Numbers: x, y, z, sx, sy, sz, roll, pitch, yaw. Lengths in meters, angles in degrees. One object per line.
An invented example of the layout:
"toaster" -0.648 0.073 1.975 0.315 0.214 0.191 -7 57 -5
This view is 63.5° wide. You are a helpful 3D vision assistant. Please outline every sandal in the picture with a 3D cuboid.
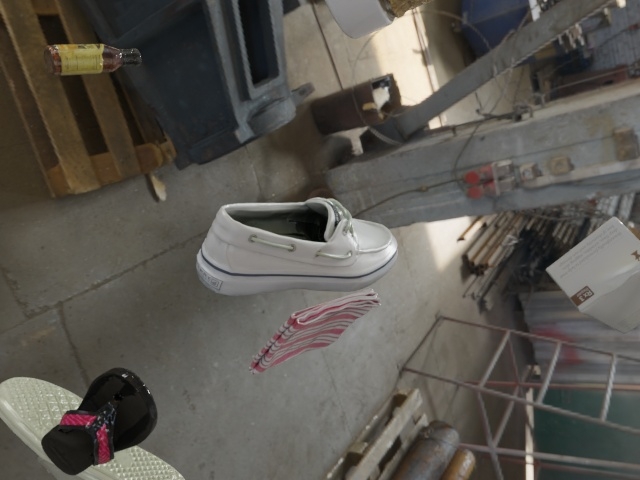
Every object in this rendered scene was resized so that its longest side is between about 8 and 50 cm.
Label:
"sandal" -0.203 0.172 0.455 0.067 0.179 0.040 49 29 0

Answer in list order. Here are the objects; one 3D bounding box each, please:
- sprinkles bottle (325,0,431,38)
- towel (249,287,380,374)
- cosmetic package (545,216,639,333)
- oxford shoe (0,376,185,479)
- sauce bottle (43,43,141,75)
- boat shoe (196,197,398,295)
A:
"sprinkles bottle" 0.167 -0.311 0.472 0.121 0.355 0.121 46 36 -48
"towel" -0.013 0.138 0.750 0.144 0.197 0.029 -12 64 -34
"cosmetic package" 0.435 0.059 0.751 0.231 0.117 0.085 23 31 -44
"oxford shoe" -0.473 0.441 1.035 0.449 0.130 0.169 37 13 -2
"sauce bottle" -0.324 -0.260 0.742 0.128 0.042 0.042 -21 100 -41
"boat shoe" 0.000 0.000 0.477 0.226 0.083 0.076 -9 134 -42
